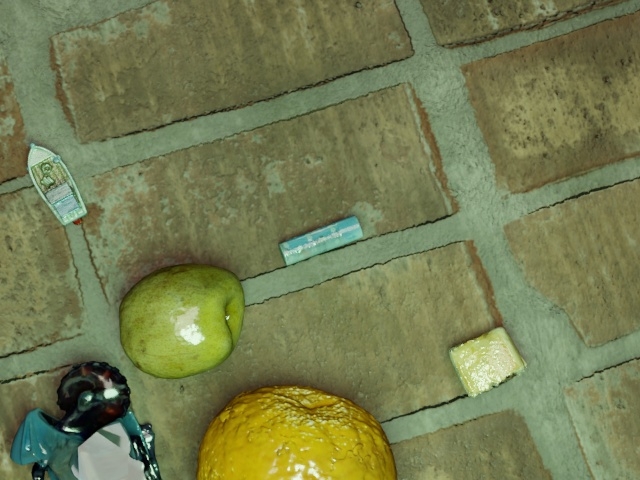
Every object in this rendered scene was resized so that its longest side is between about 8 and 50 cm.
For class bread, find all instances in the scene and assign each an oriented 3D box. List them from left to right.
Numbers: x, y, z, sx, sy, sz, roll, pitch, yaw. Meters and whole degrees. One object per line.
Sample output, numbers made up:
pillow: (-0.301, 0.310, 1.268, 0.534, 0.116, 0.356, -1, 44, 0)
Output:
bread: (0.313, 0.227, 1.758, 0.125, 0.082, 0.106, -26, 72, 1)

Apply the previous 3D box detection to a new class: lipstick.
lipstick: (0.000, 0.000, 1.792, 0.158, 0.048, 0.048, -20, 81, -8)

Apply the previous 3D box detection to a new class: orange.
orange: (-0.041, 0.406, 1.572, 0.341, 0.340, 0.293, 11, 102, -2)

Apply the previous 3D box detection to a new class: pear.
pear: (-0.249, 0.139, 1.667, 0.211, 0.228, 0.188, -1, 118, 13)

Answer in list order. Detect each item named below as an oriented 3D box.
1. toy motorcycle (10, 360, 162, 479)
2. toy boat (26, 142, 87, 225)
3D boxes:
toy motorcycle: (-0.386, 0.424, 1.633, 0.232, 0.172, 0.416, -24, 90, -2)
toy boat: (-0.501, -0.107, 1.768, 0.069, 0.059, 0.173, -29, 83, -9)
